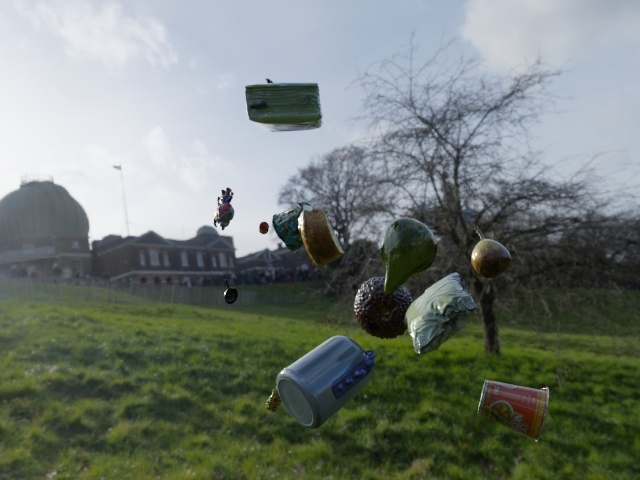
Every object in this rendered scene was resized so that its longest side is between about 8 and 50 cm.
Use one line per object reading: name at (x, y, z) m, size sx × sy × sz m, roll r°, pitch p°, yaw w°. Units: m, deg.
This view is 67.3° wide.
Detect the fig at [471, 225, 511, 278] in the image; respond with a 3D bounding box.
fig at (0.678, 0.044, 1.994) m, size 0.143 × 0.230 × 0.160 m, roll -26°, pitch -24°, yaw -22°

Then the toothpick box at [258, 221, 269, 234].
toothpick box at (-0.256, -0.058, 2.177) m, size 0.047 × 0.047 × 0.083 m, roll -8°, pitch -9°, yaw -10°

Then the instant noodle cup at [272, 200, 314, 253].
instant noodle cup at (-0.112, -0.082, 2.491) m, size 0.178 × 0.240 × 0.240 m, roll -31°, pitch -18°, yaw 20°

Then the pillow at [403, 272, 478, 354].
pillow at (0.417, 0.261, 1.713) m, size 0.283 × 0.138 × 0.310 m, roll -42°, pitch 9°, yaw 14°

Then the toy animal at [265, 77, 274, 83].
toy animal at (-0.191, -0.646, 2.198) m, size 0.062 × 0.220 × 0.108 m, roll -29°, pitch 10°, yaw -1°

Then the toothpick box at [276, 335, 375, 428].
toothpick box at (0.045, 0.503, 1.786) m, size 0.355 × 0.263 × 0.263 m, roll -28°, pitch 1°, yaw -36°

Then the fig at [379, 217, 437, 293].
fig at (0.286, 0.063, 1.675) m, size 0.206 × 0.275 × 0.206 m, roll 26°, pitch -25°, yaw 13°

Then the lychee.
lychee at (0.269, 0.279, 2.032) m, size 0.268 × 0.267 × 0.267 m, roll -10°, pitch -11°, yaw -2°

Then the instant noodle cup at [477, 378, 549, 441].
instant noodle cup at (0.687, 0.591, 1.728) m, size 0.212 × 0.193 × 0.193 m, roll 13°, pitch -2°, yaw 21°

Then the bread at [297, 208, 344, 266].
bread at (0.002, 0.009, 1.832) m, size 0.129 × 0.134 × 0.260 m, roll -19°, pitch -56°, yaw 11°

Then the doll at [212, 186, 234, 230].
doll at (-0.378, -0.122, 1.891) m, size 0.104 × 0.194 × 0.062 m, roll -9°, pitch -33°, yaw 10°

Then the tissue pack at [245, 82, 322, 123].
tissue pack at (-0.135, -0.541, 1.970) m, size 0.288 × 0.162 × 0.388 m, roll -1°, pitch 8°, yaw 1°

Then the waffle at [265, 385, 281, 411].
waffle at (-0.183, 0.727, 2.286) m, size 0.051 × 0.194 × 0.149 m, roll 29°, pitch -13°, yaw 25°

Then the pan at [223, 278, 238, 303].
pan at (-0.375, 0.205, 1.960) m, size 0.023 × 0.115 × 0.068 m, roll 10°, pitch 33°, yaw 38°
